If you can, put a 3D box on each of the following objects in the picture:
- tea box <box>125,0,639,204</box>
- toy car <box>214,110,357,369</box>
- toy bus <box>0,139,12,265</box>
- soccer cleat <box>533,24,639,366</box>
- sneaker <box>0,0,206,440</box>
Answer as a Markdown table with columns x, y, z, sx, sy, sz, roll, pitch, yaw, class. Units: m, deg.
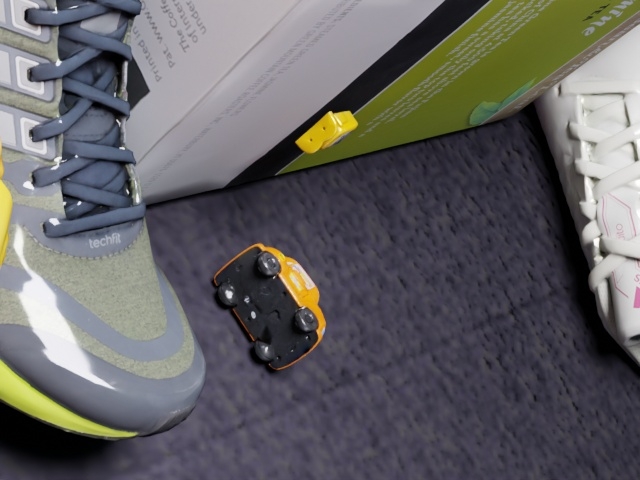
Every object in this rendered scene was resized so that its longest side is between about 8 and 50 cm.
| x | y | z | sx | sy | sz | roll | pitch | yaw | class |
| --- | --- | --- | --- | --- | --- | --- | --- | --- | --- |
| -0.005 | -0.226 | 0.675 | 0.324 | 0.220 | 0.329 | -17 | 77 | -43 | tea box |
| 0.000 | 0.000 | 0.632 | 0.060 | 0.122 | 0.040 | 40 | 27 | 14 | toy car |
| -0.196 | -0.070 | 0.429 | 0.220 | 0.149 | 0.211 | 20 | 53 | -17 | toy bus |
| 0.197 | -0.021 | 0.788 | 0.143 | 0.116 | 0.331 | -23 | 82 | -45 | soccer cleat |
| -0.116 | -0.065 | 0.526 | 0.111 | 0.121 | 0.299 | -25 | 89 | -60 | sneaker |
